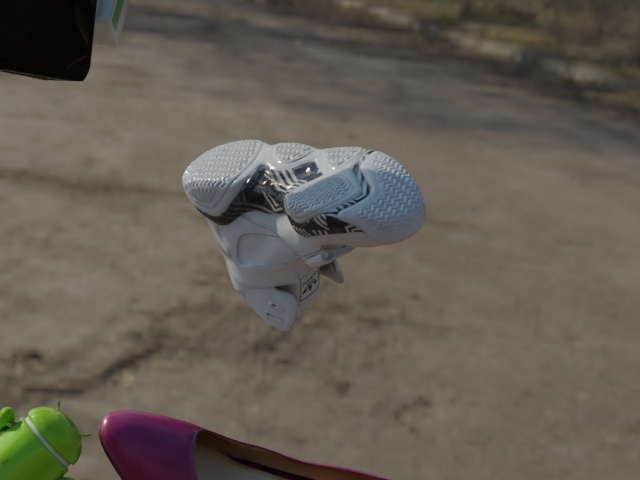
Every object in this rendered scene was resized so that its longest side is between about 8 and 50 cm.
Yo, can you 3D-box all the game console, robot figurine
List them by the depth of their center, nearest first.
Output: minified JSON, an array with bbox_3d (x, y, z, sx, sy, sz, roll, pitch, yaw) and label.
[{"bbox_3d":[-0.271,0.202,1.664,0.101,0.115,0.067,49,-5,-3],"label":"robot figurine"},{"bbox_3d":[-0.351,-0.274,1.705,0.044,0.213,0.361,6,1,40],"label":"game console"}]

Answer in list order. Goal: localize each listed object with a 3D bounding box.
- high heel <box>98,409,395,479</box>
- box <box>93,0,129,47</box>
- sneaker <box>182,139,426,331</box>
[{"bbox_3d":[-0.047,0.246,1.911,0.377,0.181,0.127,30,39,-30],"label":"high heel"},{"bbox_3d":[-0.271,-0.285,2.032,0.102,0.101,0.087,12,-12,1],"label":"box"},{"bbox_3d":[0.000,0.000,2.170,0.366,0.210,0.137,11,42,43],"label":"sneaker"}]
